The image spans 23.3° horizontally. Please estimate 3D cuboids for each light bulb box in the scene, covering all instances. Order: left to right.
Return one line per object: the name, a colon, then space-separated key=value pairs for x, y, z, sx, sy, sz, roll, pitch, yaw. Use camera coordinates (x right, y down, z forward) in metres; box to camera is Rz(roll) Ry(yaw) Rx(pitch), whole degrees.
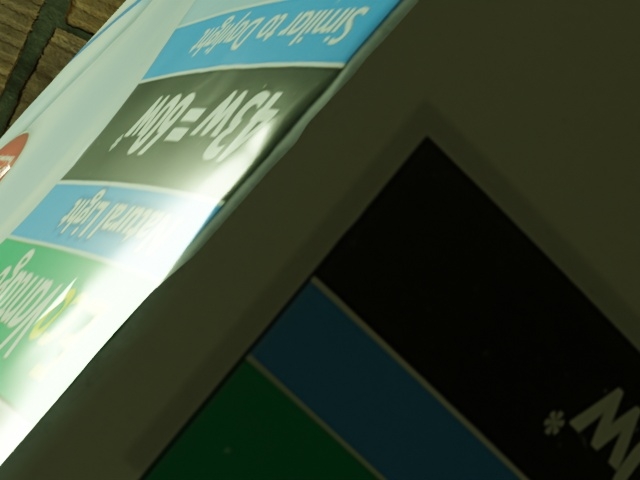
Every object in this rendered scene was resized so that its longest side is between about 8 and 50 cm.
light bulb box: x=0.025 y=0.010 z=0.536 sx=0.361 sy=0.225 sz=0.358 roll=-50 pitch=19 yaw=-13
